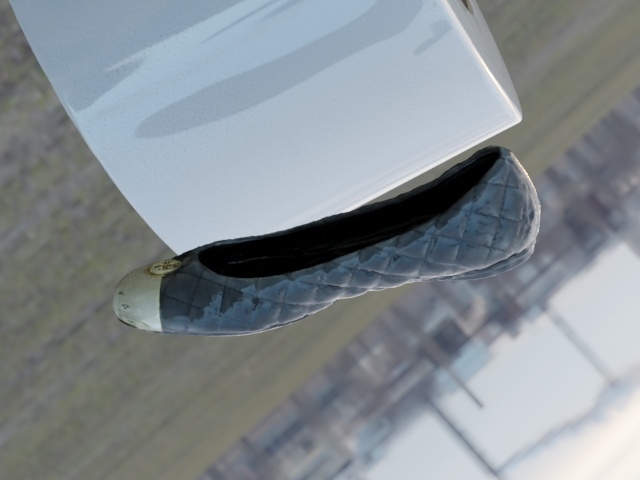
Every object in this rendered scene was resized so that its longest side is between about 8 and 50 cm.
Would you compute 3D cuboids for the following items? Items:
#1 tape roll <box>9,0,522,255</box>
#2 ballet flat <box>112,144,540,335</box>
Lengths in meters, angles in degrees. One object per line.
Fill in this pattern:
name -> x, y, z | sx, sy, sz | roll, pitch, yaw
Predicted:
tape roll -> -0.030, -0.126, 0.916 | 0.169, 0.246, 0.246 | -27, 178, 11
ballet flat -> 0.000, 0.000, 0.743 | 0.173, 0.049, 0.057 | -14, -152, 7
